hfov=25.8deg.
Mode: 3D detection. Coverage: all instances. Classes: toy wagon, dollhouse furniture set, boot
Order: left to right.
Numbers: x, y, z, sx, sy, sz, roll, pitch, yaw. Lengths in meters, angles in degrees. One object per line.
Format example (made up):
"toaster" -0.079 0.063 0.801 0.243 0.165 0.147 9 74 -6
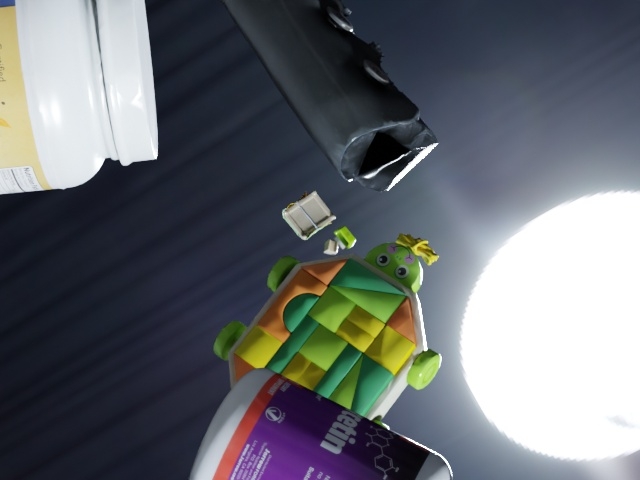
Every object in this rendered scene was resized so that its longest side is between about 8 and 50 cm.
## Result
"boot" -0.078 -0.262 1.597 0.367 0.146 0.445 -4 60 -57
"dollhouse furniture set" 0.000 0.000 2.234 0.152 0.076 0.058 51 -30 4
"toy wagon" 0.030 0.121 1.875 0.267 0.344 0.068 33 -13 23

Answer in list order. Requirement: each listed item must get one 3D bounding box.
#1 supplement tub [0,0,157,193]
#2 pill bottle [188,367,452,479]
"supplement tub" -0.307 -0.150 1.201 0.228 0.316 0.228 174 -90 -87
"pill bottle" 0.023 0.289 1.601 0.322 0.182 0.181 25 2 9
